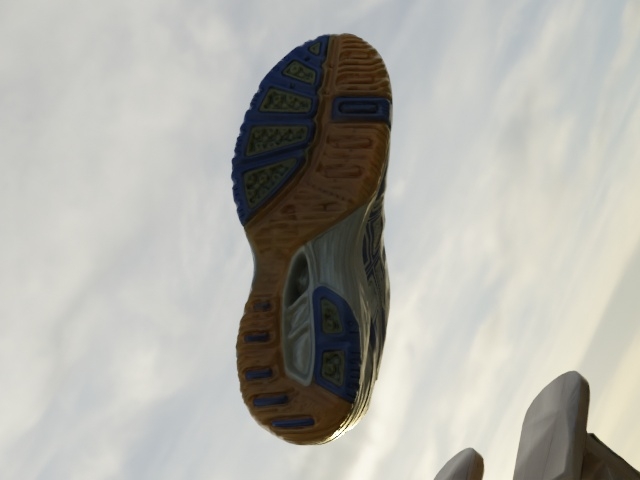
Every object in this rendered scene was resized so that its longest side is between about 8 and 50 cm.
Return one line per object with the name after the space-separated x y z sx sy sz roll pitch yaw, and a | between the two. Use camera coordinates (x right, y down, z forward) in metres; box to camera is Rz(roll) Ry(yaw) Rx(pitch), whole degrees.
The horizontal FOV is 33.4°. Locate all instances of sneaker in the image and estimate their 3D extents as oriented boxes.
0.000 0.000 0.789 0.131 0.112 0.296 34 -117 -71 | sneaker

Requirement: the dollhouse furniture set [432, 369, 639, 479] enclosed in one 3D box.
0.240 0.329 0.997 0.394 0.362 0.256 -45 9 34 | dollhouse furniture set
